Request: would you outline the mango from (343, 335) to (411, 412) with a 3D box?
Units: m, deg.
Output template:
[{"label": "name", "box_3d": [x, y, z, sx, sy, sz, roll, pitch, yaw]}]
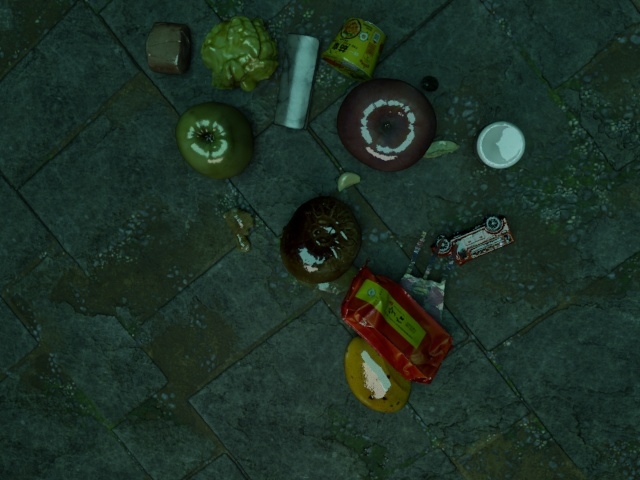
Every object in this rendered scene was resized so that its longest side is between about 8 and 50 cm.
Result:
[{"label": "mango", "box_3d": [0.178, 0.452, 1.988, 0.191, 0.160, 0.290, -28, 95, 30]}]

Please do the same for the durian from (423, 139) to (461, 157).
[{"label": "durian", "box_3d": [0.382, -0.297, 1.879, 0.131, 0.066, 0.052, -14, 97, 2]}]

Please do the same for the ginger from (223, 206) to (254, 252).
[{"label": "ginger", "box_3d": [-0.267, -0.041, 2.029, 0.096, 0.067, 0.165, -17, 109, 12]}]

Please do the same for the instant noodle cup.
[{"label": "instant noodle cup", "box_3d": [0.113, -0.598, 1.824, 0.182, 0.182, 0.144, 27, 94, 4]}]

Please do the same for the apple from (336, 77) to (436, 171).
[{"label": "apple", "box_3d": [0.203, -0.356, 1.811, 0.306, 0.235, 0.305, 2, 104, 6]}]

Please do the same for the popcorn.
[{"label": "popcorn", "box_3d": [-0.253, -0.601, 1.875, 0.256, 0.195, 0.254, 17, 92, 6]}]

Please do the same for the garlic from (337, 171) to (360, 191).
[{"label": "garlic", "box_3d": [0.091, -0.202, 1.956, 0.083, 0.041, 0.053, -22, 100, 5]}]

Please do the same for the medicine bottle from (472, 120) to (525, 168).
[{"label": "medicine bottle", "box_3d": [0.528, -0.289, 1.767, 0.139, 0.237, 0.138, 2, 101, 9]}]

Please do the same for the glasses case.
[{"label": "glasses case", "box_3d": [-0.077, -0.518, 1.918, 0.114, 0.060, 0.298, 11, 101, 7]}]

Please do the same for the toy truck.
[{"label": "toy truck", "box_3d": [0.487, 0.004, 1.889, 0.253, 0.107, 0.114, -25, 93, 12]}]

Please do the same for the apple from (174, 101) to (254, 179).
[{"label": "apple", "box_3d": [-0.341, -0.328, 1.910, 0.263, 0.262, 0.262, 2, 99, 9]}]

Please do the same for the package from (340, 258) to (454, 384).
[{"label": "package", "box_3d": [0.239, 0.270, 1.907, 0.423, 0.123, 0.196, 43, 59, -8]}]

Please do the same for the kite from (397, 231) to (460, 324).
[{"label": "kite", "box_3d": [0.334, 0.136, 1.918, 0.204, 0.022, 0.360, 19, 123, 11]}]

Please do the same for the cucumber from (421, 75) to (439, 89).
[{"label": "cucumber", "box_3d": [0.340, -0.494, 1.836, 0.048, 0.105, 0.048, 3, 99, 20]}]

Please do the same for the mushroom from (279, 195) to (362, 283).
[{"label": "mushroom", "box_3d": [-0.007, -0.006, 1.918, 0.279, 0.163, 0.296, 17, 74, 13]}]

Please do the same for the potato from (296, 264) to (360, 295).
[{"label": "potato", "box_3d": [0.042, 0.120, 1.984, 0.261, 0.100, 0.120, 14, 102, 7]}]

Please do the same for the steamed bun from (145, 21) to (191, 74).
[{"label": "steamed bun", "box_3d": [-0.505, -0.637, 1.951, 0.145, 0.106, 0.174, 6, 86, 14]}]
